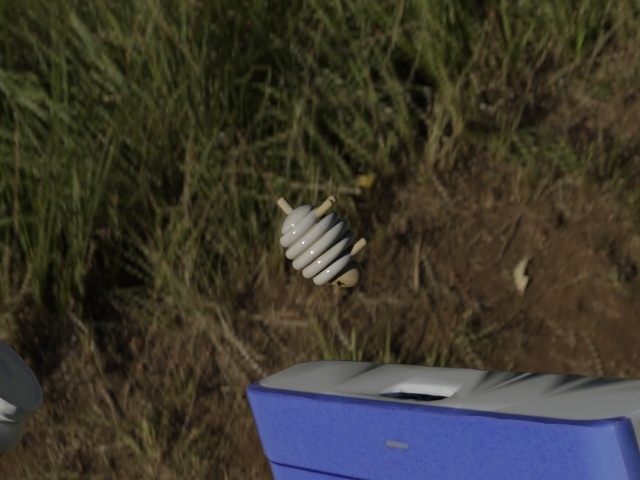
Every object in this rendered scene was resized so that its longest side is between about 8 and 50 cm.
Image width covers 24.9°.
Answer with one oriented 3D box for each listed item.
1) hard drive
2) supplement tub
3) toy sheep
[{"bbox_3d":[0.080,0.201,0.516,0.040,0.210,0.319,-21,99,-31],"label":"hard drive"},{"bbox_3d":[-0.412,0.204,1.565,0.199,0.144,0.144,-45,69,11],"label":"supplement tub"},{"bbox_3d":[0.000,0.000,1.637,0.091,0.091,0.132,-40,88,-21],"label":"toy sheep"}]
